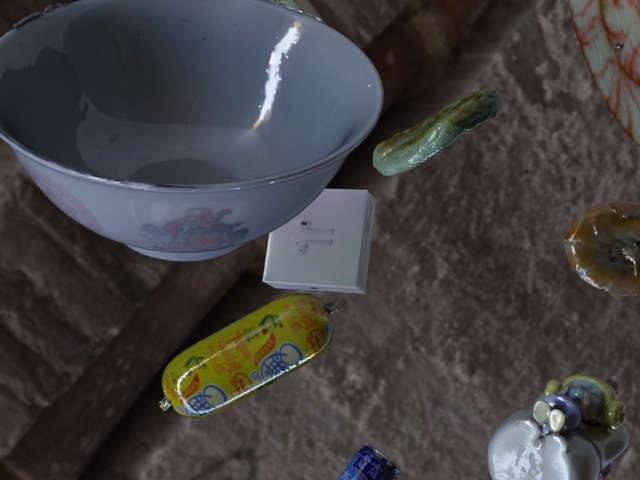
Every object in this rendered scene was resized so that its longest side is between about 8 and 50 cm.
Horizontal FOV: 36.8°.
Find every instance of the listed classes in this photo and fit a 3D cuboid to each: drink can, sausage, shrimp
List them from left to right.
[{"bbox_3d":[-0.122,0.195,1.620,0.123,0.347,0.123,60,-178,-4],"label":"sausage"},{"bbox_3d":[0.051,0.520,1.886,0.097,0.235,0.097,37,162,14],"label":"drink can"},{"bbox_3d":[0.526,0.009,1.496,0.287,0.152,0.063,-3,159,7],"label":"shrimp"}]

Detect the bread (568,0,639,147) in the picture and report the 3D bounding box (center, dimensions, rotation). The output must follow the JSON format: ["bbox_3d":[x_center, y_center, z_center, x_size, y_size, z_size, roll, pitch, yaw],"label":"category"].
[{"bbox_3d":[0.375,-0.238,0.999,0.295,0.114,0.328,113,137,-76],"label":"bread"}]

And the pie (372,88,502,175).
[{"bbox_3d":[0.191,-0.180,1.581,0.054,0.240,0.240,58,164,-9],"label":"pie"}]

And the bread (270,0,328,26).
[{"bbox_3d":[-0.042,-0.273,1.042,0.154,0.028,0.068,53,-161,-19],"label":"bread"}]

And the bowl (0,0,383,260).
[{"bbox_3d":[-0.122,-0.085,0.862,0.345,0.345,0.157,33,136,31],"label":"bowl"}]

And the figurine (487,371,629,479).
[{"bbox_3d":[0.301,0.230,1.142,0.127,0.155,0.235,12,-165,36],"label":"figurine"}]

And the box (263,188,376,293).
[{"bbox_3d":[0.000,0.000,1.269,0.129,0.130,0.051,3,166,19],"label":"box"}]
